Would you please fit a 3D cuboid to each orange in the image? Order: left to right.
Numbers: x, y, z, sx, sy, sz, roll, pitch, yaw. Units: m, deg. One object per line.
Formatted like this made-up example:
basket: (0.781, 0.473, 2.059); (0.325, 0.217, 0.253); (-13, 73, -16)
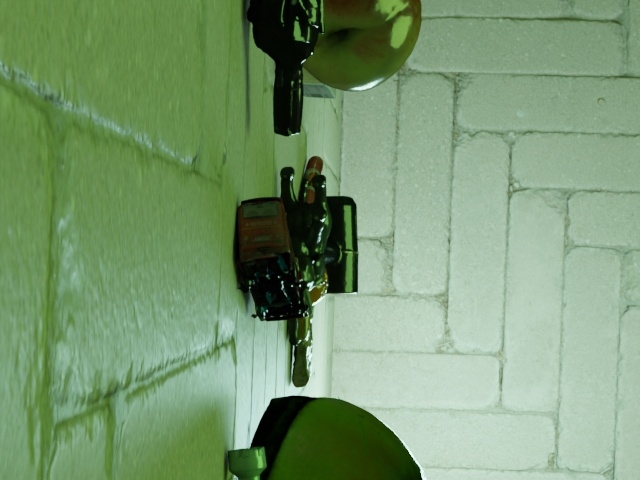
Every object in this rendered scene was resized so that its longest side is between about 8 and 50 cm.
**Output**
orange: (-0.023, 0.068, 2.083); (0.083, 0.070, 0.083); (3, 90, -82)

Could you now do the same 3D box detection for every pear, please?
pear: (0.044, 0.385, 1.643); (0.399, 0.165, 0.398); (-1, 90, -69)

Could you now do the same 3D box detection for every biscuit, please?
biscuit: (-0.034, 0.169, 2.232); (0.183, 0.039, 0.174); (58, 36, -83)

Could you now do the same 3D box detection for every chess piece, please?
chess piece: (-0.077, 0.280, 1.412); (0.067, 0.067, 0.103); (64, 19, -83)

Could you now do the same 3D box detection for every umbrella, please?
umbrella: (-0.032, -0.279, 1.449); (0.118, 0.118, 0.340); (-81, 173, -64)

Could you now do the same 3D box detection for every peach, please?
peach: (0.043, -0.331, 1.841); (0.232, 0.233, 0.232); (2, 90, -87)

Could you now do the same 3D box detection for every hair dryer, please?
hair dryer: (0.000, 0.000, 2.310); (0.352, 0.107, 0.189); (22, 67, -81)

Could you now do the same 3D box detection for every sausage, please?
sausage: (-0.018, -0.103, 2.377); (0.253, 0.034, 0.034); (-81, 172, -63)

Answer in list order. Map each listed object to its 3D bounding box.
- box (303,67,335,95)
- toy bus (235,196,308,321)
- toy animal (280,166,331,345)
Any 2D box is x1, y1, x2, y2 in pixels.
box: (-0.009, -0.343, 2.115); (0.343, 0.065, 0.200); (-34, 125, -86)
toy bus: (-0.056, 0.030, 1.524); (0.235, 0.074, 0.096); (80, 6, -71)
toy animal: (-0.029, 0.006, 1.832); (0.269, 0.082, 0.137); (-85, 175, -47)
